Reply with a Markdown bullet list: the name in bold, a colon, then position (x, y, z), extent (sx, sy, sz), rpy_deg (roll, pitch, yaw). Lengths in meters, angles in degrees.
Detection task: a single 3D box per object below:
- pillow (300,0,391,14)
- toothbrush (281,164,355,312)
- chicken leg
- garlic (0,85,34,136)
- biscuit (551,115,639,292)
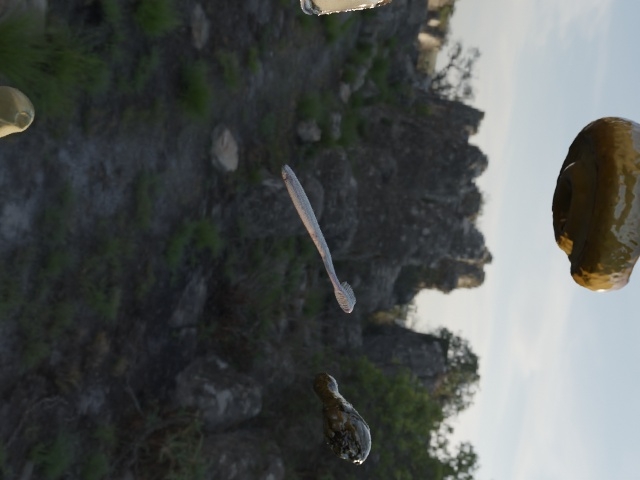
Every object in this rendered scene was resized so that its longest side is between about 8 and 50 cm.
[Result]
- **pillow**: position (0.028, -0.348, 0.916), extent (0.233, 0.130, 0.038), rpy_deg (59, 25, -78)
- **toothbrush**: position (0.000, 0.000, 1.218), extent (0.029, 0.025, 0.307), rpy_deg (-54, 131, -41)
- **chicken leg**: position (0.028, 0.282, 1.200), extent (0.069, 0.085, 0.198), rpy_deg (-53, -151, 13)
- **garlic**: position (-0.323, -0.131, 0.739), extent (0.041, 0.083, 0.053), rpy_deg (46, 54, -47)
- **biscuit**: position (0.399, -0.072, 1.042), extent (0.274, 0.091, 0.213), rpy_deg (-72, 171, -61)
